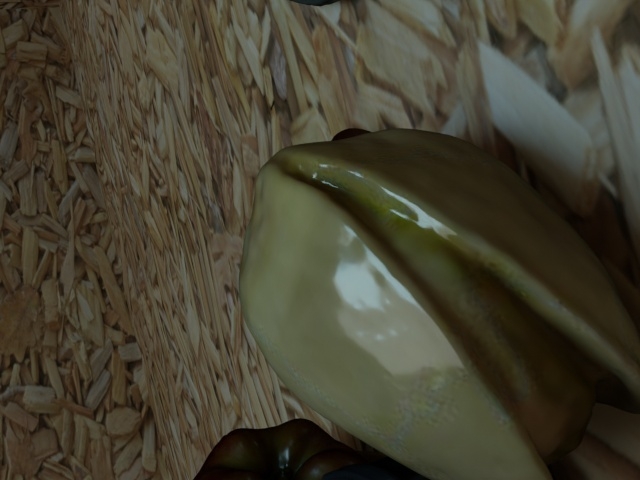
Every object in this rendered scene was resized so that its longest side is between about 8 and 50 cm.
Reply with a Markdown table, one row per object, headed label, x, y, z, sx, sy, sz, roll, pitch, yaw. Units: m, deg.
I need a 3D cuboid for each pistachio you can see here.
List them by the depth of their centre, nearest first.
| label | x | y | z | sx | sy | sz | roll | pitch | yaw |
| --- | --- | --- | --- | --- | --- | --- | --- | --- | --- |
| pistachio | 0.073 | 0.040 | 0.500 | 0.321 | 0.229 | 0.238 | 41 | 175 | 34 |

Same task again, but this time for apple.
| label | x | y | z | sx | sy | sz | roll | pitch | yaw |
| --- | --- | --- | --- | --- | --- | --- | --- | --- | --- |
| apple | -0.038 | 0.382 | 0.813 | 0.288 | 0.288 | 0.317 | 25 | 120 | 61 |

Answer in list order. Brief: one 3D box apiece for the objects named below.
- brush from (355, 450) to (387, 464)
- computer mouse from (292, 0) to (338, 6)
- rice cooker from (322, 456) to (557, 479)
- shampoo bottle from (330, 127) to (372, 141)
| label | x | y | z | sx | sy | sz | roll | pitch | yaw |
| --- | --- | --- | --- | --- | --- | --- | --- | --- | --- |
| brush | 0.077 | 0.268 | 0.830 | 0.272 | 0.013 | 0.103 | 142 | 115 | -64 |
| computer mouse | -0.052 | -0.368 | 0.763 | 0.331 | 0.095 | 0.197 | 45 | 143 | 51 |
| rice cooker | 0.092 | 0.288 | 0.553 | 0.267 | 0.224 | 0.267 | 171 | 90 | -67 |
| shampoo bottle | 0.001 | 0.000 | 0.811 | 0.118 | 0.076 | 0.314 | 67 | 152 | 28 |
